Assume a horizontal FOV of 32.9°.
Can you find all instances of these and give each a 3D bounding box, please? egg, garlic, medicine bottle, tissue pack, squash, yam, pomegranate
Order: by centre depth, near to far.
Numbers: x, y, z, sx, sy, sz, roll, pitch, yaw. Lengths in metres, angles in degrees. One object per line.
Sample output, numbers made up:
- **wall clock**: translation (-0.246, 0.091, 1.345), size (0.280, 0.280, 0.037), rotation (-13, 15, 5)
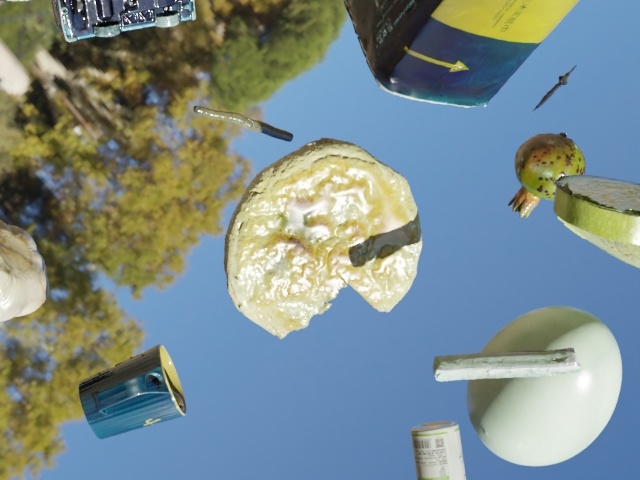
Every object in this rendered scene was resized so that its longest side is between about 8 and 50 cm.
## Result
- **tissue pack**: translation (0.239, -0.427, 1.570), size (0.416, 0.253, 0.264), rotation (-51, -134, 45)
- **squash**: translation (0.453, -0.025, 1.685), size (0.220, 0.220, 0.133), rotation (-131, -124, -65)
- **egg**: translation (0.360, 0.233, 1.746), size (0.230, 0.230, 0.371), rotation (-51, 169, -28)
- **medicine bottle**: translation (0.207, 0.408, 1.866), size (0.086, 0.183, 0.086), rotation (-7, 178, 0)
- **garlic**: translation (-0.619, 0.075, 1.951), size (0.212, 0.218, 0.218), rotation (-39, -157, 22)
- **yam**: translation (-0.153, -0.239, 2.196), size (0.029, 0.234, 0.027), rotation (48, -62, 50)
- **pomegranate**: translation (0.484, -0.142, 2.356), size (0.205, 0.159, 0.159), rotation (-59, -161, 19)

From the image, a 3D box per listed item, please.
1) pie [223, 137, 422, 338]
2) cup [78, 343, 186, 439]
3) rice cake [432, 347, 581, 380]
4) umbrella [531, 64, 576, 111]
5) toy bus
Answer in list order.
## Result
- **pie**: translation (0.000, 0.000, 1.702), size (0.337, 0.337, 0.075), rotation (-37, -158, -1)
- **cup**: translation (-0.327, 0.263, 1.854), size (0.155, 0.131, 0.176), rotation (-21, 169, 0)
- **rice cake**: translation (0.263, 0.176, 1.536), size (0.208, 0.033, 0.033), rotation (-4, -127, 8)
- **umbrella**: translation (0.452, -0.293, 2.091), size (0.022, 0.022, 0.149), rotation (-50, 180, -36)
- **toy bus**: translation (-0.270, -0.328, 1.450), size (0.185, 0.090, 0.106), rotation (-15, -150, -25)
